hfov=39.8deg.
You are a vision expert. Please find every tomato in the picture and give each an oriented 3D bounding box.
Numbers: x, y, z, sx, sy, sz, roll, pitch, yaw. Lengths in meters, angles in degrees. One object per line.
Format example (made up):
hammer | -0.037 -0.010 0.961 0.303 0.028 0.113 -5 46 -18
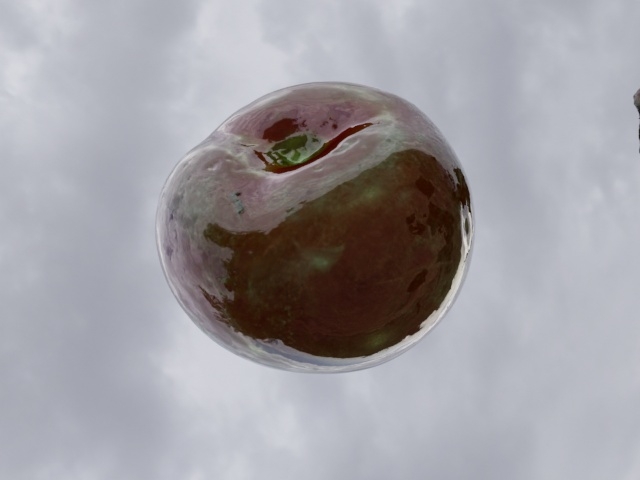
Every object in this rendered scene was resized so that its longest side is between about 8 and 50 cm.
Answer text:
tomato | 0.000 0.000 0.768 0.270 0.270 0.222 -34 -53 -21

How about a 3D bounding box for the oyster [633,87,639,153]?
oyster | 0.572 -0.199 1.247 0.271 0.100 0.275 -22 -91 7
